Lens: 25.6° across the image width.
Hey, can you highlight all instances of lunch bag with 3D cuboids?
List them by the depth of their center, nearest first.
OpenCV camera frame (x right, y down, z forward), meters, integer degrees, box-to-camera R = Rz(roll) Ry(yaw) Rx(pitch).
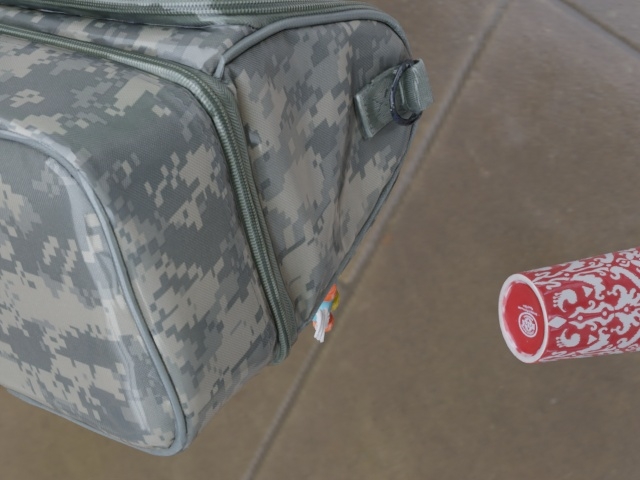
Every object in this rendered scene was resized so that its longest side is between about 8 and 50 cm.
[{"bbox_3d":[-0.120,-0.058,0.816,0.305,0.256,0.213,15,132,38],"label":"lunch bag"}]

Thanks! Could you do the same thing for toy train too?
[{"bbox_3d":[0.000,0.000,1.216,0.046,0.125,0.166,12,92,6],"label":"toy train"}]

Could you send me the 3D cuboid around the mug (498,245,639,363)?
[{"bbox_3d":[0.270,0.076,1.445,0.150,0.169,0.113,131,127,-59],"label":"mug"}]
